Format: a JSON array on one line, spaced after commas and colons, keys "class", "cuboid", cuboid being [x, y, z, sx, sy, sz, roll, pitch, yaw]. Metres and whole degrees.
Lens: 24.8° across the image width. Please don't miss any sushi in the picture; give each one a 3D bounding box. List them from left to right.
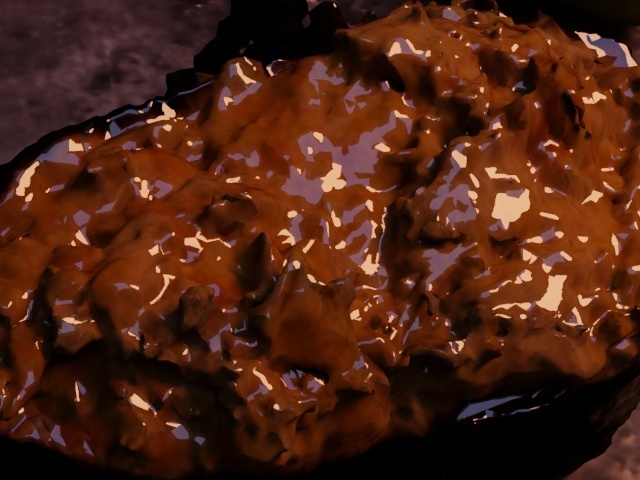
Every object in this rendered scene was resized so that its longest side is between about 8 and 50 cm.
[{"class": "sushi", "cuboid": [0.000, 0.000, 0.616, 0.349, 0.207, 0.234, -15, 69, -22]}]

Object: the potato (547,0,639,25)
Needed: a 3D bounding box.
[{"class": "potato", "cuboid": [0.160, -0.271, 0.843, 0.216, 0.216, 0.304, 3, 66, -14]}]
